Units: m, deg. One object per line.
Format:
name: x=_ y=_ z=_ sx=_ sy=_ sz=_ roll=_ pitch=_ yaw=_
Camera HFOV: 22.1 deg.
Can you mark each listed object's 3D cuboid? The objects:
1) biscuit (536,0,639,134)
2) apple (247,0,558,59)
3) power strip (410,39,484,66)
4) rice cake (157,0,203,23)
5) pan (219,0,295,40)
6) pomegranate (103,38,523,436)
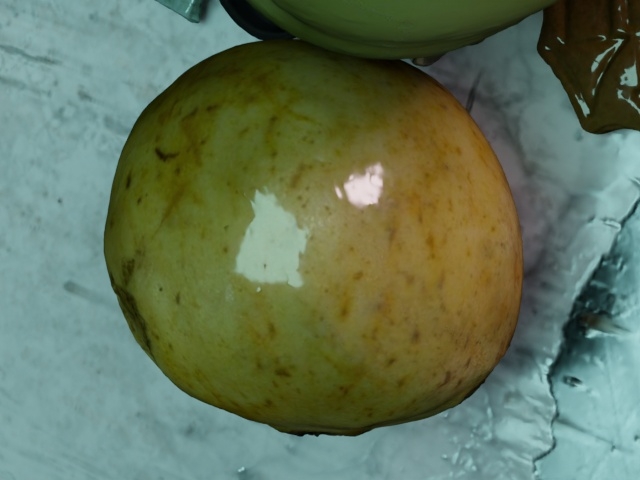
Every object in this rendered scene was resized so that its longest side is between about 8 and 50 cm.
biscuit: x=0.212 y=-0.143 z=0.989 sx=0.182 sy=0.034 sz=0.215 roll=-7 pitch=86 yaw=29
apple: x=0.049 y=-0.333 z=0.850 sx=0.473 sy=0.473 sz=0.474 roll=0 pitch=90 yaw=29
power strip: x=0.033 y=-0.241 z=1.087 sx=0.092 sy=0.034 sz=0.268 roll=-39 pitch=73 yaw=24
rice cake: x=-0.144 y=-0.211 z=1.189 sx=0.171 sy=0.029 sz=0.033 roll=37 pitch=104 yaw=24
pan: x=-0.061 y=-0.239 z=1.122 sx=0.235 sy=0.028 sz=0.136 roll=50 pitch=133 yaw=19
pomegranate: x=0.000 y=0.000 z=0.981 sx=0.260 sy=0.260 sz=0.260 roll=0 pitch=90 yaw=29
